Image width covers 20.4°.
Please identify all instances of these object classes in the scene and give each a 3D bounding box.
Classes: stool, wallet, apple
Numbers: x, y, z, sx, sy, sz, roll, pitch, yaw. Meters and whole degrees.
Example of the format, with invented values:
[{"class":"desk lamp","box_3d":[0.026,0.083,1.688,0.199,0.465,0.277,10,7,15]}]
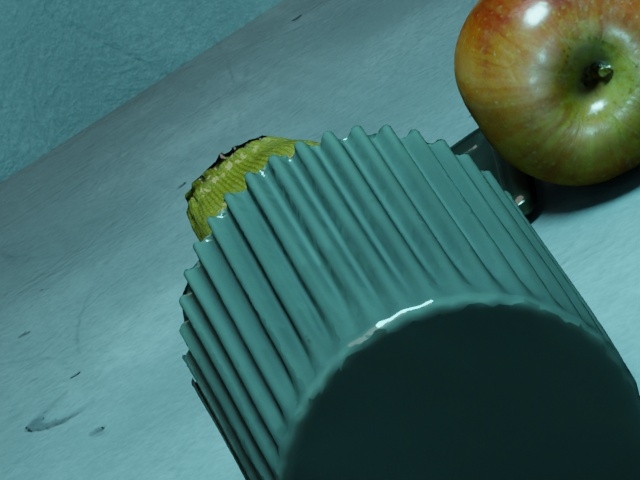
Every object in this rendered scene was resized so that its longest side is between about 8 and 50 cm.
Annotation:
[{"class":"stool","box_3d":[0.064,0.099,1.255,0.297,0.297,0.330,-31,20,0]},{"class":"wallet","box_3d":[0.156,-0.050,1.918,0.169,0.052,0.245,-30,19,15]},{"class":"apple","box_3d":[0.259,-0.180,1.787,0.242,0.242,0.241,-29,15,9]}]

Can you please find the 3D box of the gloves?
[{"class":"gloves","box_3d":[0.002,0.008,1.778,0.203,0.155,0.356,-38,34,-11]}]
